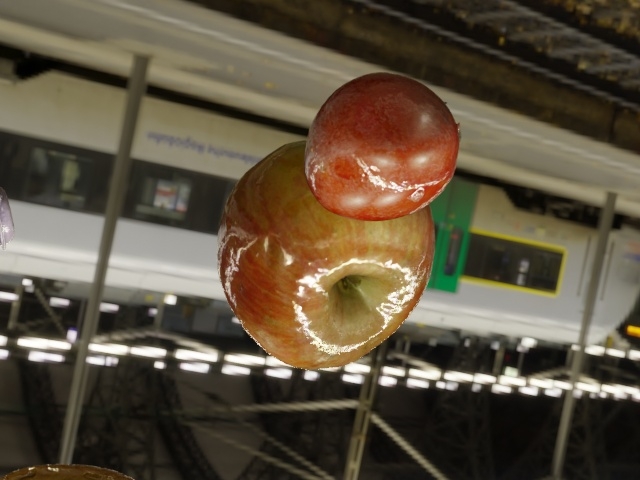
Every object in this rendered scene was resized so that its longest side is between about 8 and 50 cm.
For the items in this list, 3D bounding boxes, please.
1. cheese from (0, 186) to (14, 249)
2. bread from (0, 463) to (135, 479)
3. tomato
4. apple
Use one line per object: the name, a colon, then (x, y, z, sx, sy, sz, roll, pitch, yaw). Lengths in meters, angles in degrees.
cheese: (-0.494, -0.052, 1.572, 0.042, 0.105, 0.191, -15, 154, -20)
bread: (-0.220, 0.395, 0.920, 0.358, 0.337, 0.204, 32, -170, 2)
tomato: (0.056, -0.096, 1.099, 0.167, 0.167, 0.167, 11, -179, 0)
apple: (0.000, 0.000, 1.369, 0.301, 0.302, 0.301, 11, -179, 0)
